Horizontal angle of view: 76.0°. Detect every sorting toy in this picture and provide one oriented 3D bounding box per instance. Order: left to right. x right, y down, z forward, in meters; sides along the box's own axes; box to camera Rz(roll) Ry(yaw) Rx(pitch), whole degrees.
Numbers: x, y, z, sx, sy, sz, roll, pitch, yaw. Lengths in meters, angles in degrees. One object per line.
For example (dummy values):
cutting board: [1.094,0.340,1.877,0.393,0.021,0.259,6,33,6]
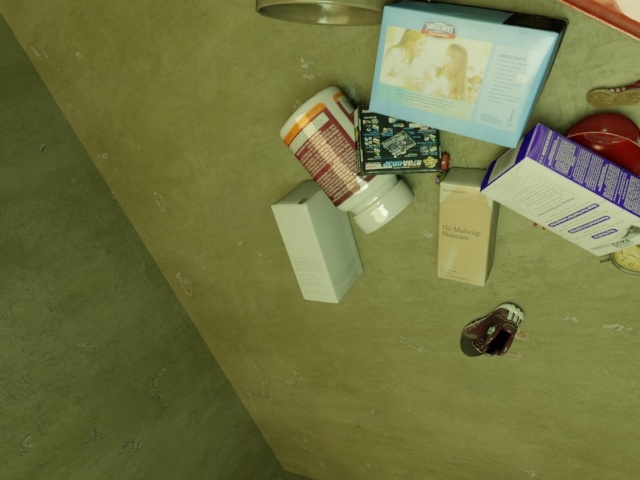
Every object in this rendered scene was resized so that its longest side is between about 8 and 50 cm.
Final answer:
sorting toy: [0.338,-0.196,1.156,0.042,0.061,0.102,12,103,29]

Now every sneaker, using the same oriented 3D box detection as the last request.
sneaker: [0.524,0.326,1.313,0.106,0.162,0.281,35,133,11]
sneaker: [0.644,-0.314,0.877,0.118,0.067,0.042,30,144,57]

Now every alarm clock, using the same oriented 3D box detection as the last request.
alarm clock: [0.776,0.004,0.973,0.129,0.064,0.192,24,138,11]

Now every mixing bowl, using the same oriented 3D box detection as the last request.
mixing bowl: [0.616,-0.211,0.900,0.181,0.098,0.181,25,162,9]

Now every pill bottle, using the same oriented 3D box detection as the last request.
pill bottle: [0.083,-0.227,1.201,0.392,0.224,0.224,51,135,-5]

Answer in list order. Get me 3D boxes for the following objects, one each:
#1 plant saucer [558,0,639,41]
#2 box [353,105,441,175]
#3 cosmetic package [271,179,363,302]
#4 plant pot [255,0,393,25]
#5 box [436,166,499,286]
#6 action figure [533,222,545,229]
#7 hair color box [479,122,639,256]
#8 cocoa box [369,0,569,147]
plant saucer: [0.585,-0.545,0.747,0.258,0.048,0.259,35,135,10]
box: [0.203,-0.263,1.077,0.220,0.051,0.175,-4,91,-8]
cosmetic package: [0.000,0.000,1.425,0.156,0.217,0.385,-1,118,35]
plant pot: [0.014,-0.654,0.914,0.323,0.323,0.281,14,114,27]
box: [0.419,-0.039,1.163,0.147,0.121,0.311,10,125,30]
action figure: [0.600,-0.080,1.074,0.038,0.030,0.115,28,130,23]
hair color box: [0.570,-0.105,0.932,0.338,0.110,0.185,30,161,0]
cocoa box: [0.319,-0.386,0.918,0.347,0.228,0.232,22,130,21]
